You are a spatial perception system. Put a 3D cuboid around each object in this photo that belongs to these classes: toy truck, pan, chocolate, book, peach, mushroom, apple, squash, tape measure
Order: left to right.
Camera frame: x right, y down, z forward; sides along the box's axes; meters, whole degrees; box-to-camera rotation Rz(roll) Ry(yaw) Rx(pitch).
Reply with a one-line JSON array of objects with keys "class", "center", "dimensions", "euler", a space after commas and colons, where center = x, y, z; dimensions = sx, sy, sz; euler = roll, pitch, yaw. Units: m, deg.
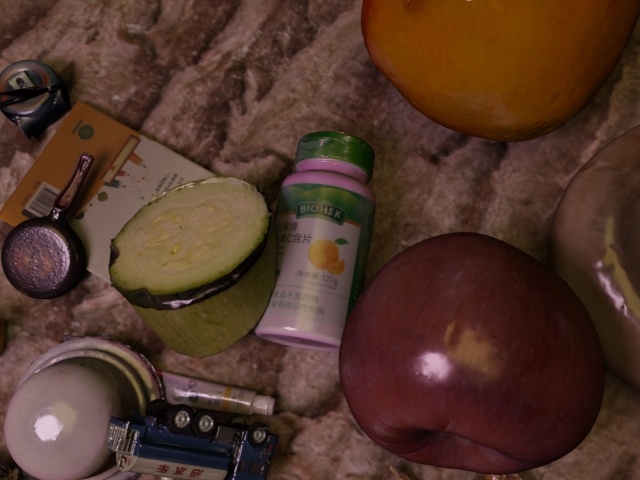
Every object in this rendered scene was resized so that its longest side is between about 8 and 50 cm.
[{"class": "tape measure", "center": [-0.429, -0.216, 0.925], "dimensions": [0.104, 0.180, 0.107], "euler": [-45, 79, 6]}, {"class": "pan", "center": [-0.357, -0.021, 0.908], "dimensions": [0.114, 0.040, 0.212], "euler": [23, 91, 2]}, {"class": "chocolate", "center": [-0.305, 0.221, 0.806], "dimensions": [0.221, 0.147, 0.221], "euler": [0, 85, 6]}, {"class": "book", "center": [-0.277, -0.050, 0.950], "dimensions": [0.295, 0.020, 0.208], "euler": [29, 77, 8]}, {"class": "toy truck", "center": [-0.148, 0.242, 0.790], "dimensions": [0.201, 0.074, 0.088], "euler": [23, 71, -34]}, {"class": "squash", "center": [-0.141, 0.024, 0.840], "dimensions": [0.220, 0.133, 0.220], "euler": [-14, 48, 16]}, {"class": "apple", "center": [0.164, 0.125, 0.750], "dimensions": [0.305, 0.306, 0.235], "euler": [12, 63, 4]}, {"class": "peach", "center": [0.228, -0.289, 0.839], "dimensions": [0.372, 0.373, 0.290], "euler": [14, 73, 4]}, {"class": "mushroom", "center": [0.461, 0.015, 0.785], "dimensions": [0.362, 0.294, 0.362], "euler": [0, 76, 0]}]

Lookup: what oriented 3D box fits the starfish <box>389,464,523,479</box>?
[{"class": "starfish", "center": [0.211, 0.405, 0.802], "dimensions": [0.299, 0.060, 0.303], "euler": [13, 76, 1]}]

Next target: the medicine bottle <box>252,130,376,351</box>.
[{"class": "medicine bottle", "center": [0.000, 0.000, 0.877], "dimensions": [0.133, 0.133, 0.274], "euler": [9, 74, 3]}]

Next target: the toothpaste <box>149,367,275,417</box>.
[{"class": "toothpaste", "center": [-0.153, 0.201, 0.876], "dimensions": [0.190, 0.031, 0.048], "euler": [9, 81, 6]}]

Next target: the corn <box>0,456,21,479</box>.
[{"class": "corn", "center": [-0.481, 0.392, 0.785], "dimensions": [0.115, 0.115, 0.318], "euler": [33, 78, 9]}]

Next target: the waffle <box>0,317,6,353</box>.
[{"class": "waffle", "center": [-0.551, 0.145, 0.824], "dimensions": [0.274, 0.168, 0.057], "euler": [-12, 81, -5]}]
